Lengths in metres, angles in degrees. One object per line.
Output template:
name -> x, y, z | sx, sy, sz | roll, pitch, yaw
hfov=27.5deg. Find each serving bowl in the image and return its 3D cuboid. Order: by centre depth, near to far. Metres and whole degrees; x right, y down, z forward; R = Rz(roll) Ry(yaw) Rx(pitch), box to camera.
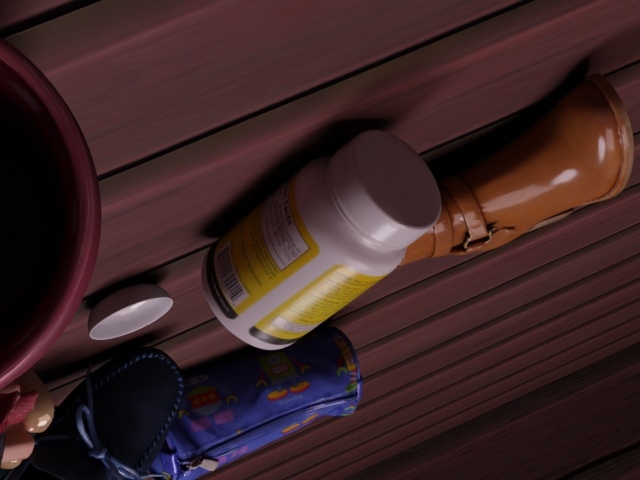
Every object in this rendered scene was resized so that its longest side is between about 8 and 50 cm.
serving bowl -> -0.182, 0.062, 1.228 | 0.083, 0.027, 0.083 | -23, 164, -7

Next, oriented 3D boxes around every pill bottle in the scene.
pill bottle -> 0.000, 0.000, 1.143 | 0.119, 0.119, 0.208 | -7, 156, -48

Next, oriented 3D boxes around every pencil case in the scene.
pencil case -> -0.089, 0.209, 1.650 | 0.306, 0.133, 0.119 | -19, 130, -26

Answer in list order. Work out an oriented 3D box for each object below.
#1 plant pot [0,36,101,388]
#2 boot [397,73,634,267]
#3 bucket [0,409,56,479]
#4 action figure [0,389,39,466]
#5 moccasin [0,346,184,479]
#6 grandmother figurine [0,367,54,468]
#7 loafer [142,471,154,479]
plant pot -> -0.214, -0.008, 0.698 | 0.201, 0.201, 0.180 | -24, 179, -7
boot -> 0.166, -0.057, 1.286 | 0.220, 0.109, 0.283 | -17, 169, -16
bucket -> -0.384, 0.333, 1.494 | 0.281, 0.183, 0.281 | -22, 163, -7
action figure -> -0.345, 0.243, 0.968 | 0.370, 0.275, 0.248 | -42, 142, 11
moccasin -> -0.252, 0.255, 1.339 | 0.342, 0.138, 0.117 | -54, -172, -17
grandmother figurine -> -0.401, 0.183, 1.153 | 0.342, 0.104, 0.208 | -10, 140, -49
loafer -> -0.302, 0.340, 1.820 | 0.102, 0.092, 0.268 | -10, 142, -48
